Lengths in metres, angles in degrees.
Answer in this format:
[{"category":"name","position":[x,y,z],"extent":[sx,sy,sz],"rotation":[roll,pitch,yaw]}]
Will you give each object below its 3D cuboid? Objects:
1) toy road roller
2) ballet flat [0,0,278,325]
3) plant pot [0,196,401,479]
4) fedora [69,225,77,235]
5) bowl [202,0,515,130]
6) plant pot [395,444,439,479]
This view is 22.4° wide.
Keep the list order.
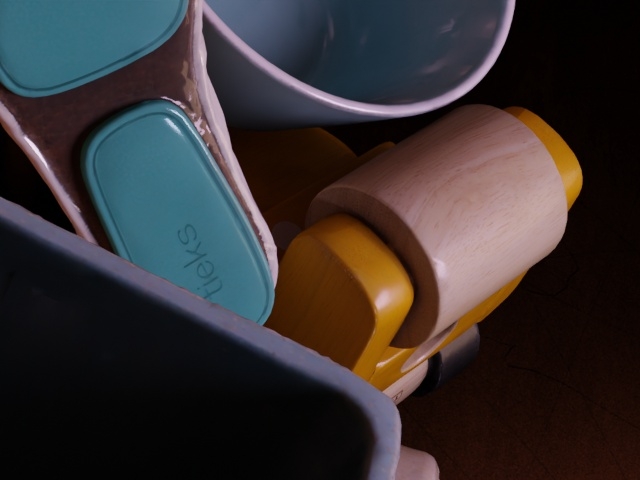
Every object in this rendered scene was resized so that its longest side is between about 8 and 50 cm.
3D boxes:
[{"category":"toy road roller","position":[0.000,0.000,1.127],"extent":[0.202,0.240,0.329],"rotation":[-32,164,-35]},{"category":"ballet flat","position":[-0.125,-0.105,0.867],"extent":[0.139,0.139,0.400],"rotation":[-75,156,-47]},{"category":"plant pot","position":[-0.153,0.154,0.514],"extent":[0.252,0.248,0.247],"rotation":[-55,-168,38]},{"category":"fedora","position":[-0.136,0.061,1.315],"extent":[0.275,0.124,0.243],"rotation":[-70,170,-68]},{"category":"bowl","position":[-0.036,-0.198,1.106],"extent":[0.163,0.311,0.311],"rotation":[-30,-142,48]},{"category":"plant pot","position":[-0.095,0.207,0.981],"extent":[0.334,0.305,0.334],"rotation":[11,90,-87]}]
